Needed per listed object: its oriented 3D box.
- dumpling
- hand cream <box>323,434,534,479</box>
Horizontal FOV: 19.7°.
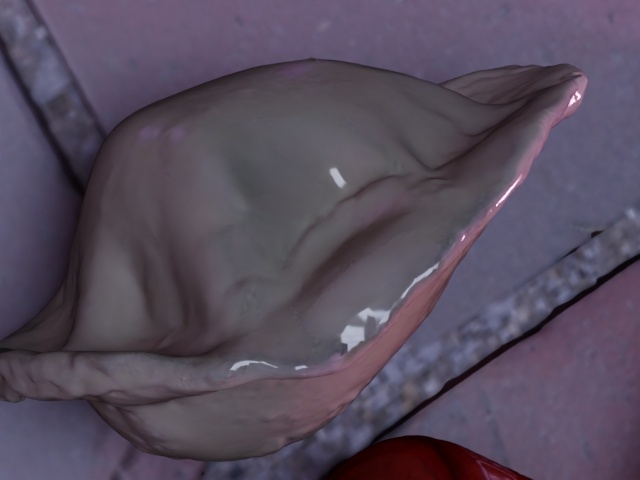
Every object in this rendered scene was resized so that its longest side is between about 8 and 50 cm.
[{"bbox_3d":[0.000,0.000,0.641,0.252,0.179,0.131,-26,98,-21],"label":"dumpling"},{"bbox_3d":[0.046,0.174,0.655,0.125,0.193,0.193,29,78,-18],"label":"hand cream"}]
